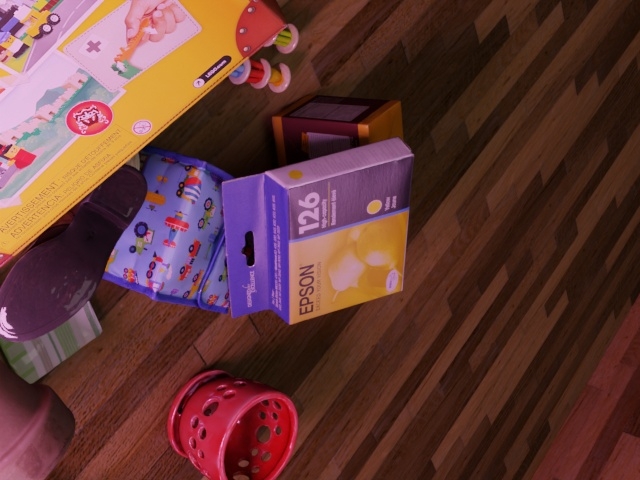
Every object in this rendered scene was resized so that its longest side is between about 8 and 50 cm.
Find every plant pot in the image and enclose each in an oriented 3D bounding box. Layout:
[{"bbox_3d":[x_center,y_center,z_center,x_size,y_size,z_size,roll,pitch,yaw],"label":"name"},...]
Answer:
[{"bbox_3d":[-0.163,0.328,1.563,0.191,0.174,0.191,-22,120,-45],"label":"plant pot"},{"bbox_3d":[-0.479,0.217,1.108,0.263,0.263,0.229,-43,116,-33],"label":"plant pot"}]

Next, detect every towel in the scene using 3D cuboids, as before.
[{"bbox_3d":[-0.401,0.140,1.328,0.152,0.023,0.113,-40,130,-34],"label":"towel"}]

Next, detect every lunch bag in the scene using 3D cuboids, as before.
[{"bbox_3d":[-0.196,-0.003,1.458,0.293,0.138,0.220,24,85,-60],"label":"lunch bag"}]

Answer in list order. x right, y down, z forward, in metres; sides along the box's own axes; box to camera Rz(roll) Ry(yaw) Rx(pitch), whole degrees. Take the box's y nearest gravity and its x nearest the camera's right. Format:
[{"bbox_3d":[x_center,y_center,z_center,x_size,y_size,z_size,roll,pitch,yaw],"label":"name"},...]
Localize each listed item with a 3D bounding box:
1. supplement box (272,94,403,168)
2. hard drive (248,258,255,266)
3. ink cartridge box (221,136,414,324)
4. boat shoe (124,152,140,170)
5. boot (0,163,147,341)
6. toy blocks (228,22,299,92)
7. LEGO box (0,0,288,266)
[{"bbox_3d":[0.037,-0.148,1.602,0.129,0.194,0.191,-41,133,-48],"label":"supplement box"},{"bbox_3d":[-0.108,-0.001,1.632,0.094,0.022,0.135,38,74,-49],"label":"hard drive"},{"bbox_3d":[0.000,0.000,1.466,0.307,0.072,0.303,-18,135,-20],"label":"ink cartridge box"},{"bbox_3d":[-0.302,-0.140,1.330,0.045,0.050,0.135,-8,99,-45],"label":"boat shoe"},{"bbox_3d":[-0.351,0.022,1.177,0.096,0.280,0.264,33,70,-19],"label":"boot"},{"bbox_3d":[-0.110,-0.319,1.489,0.148,0.054,0.123,2,102,-50],"label":"toy blocks"},{"bbox_3d":[-0.349,-0.218,0.916,0.500,0.193,0.372,-36,144,16],"label":"LEGO box"}]
